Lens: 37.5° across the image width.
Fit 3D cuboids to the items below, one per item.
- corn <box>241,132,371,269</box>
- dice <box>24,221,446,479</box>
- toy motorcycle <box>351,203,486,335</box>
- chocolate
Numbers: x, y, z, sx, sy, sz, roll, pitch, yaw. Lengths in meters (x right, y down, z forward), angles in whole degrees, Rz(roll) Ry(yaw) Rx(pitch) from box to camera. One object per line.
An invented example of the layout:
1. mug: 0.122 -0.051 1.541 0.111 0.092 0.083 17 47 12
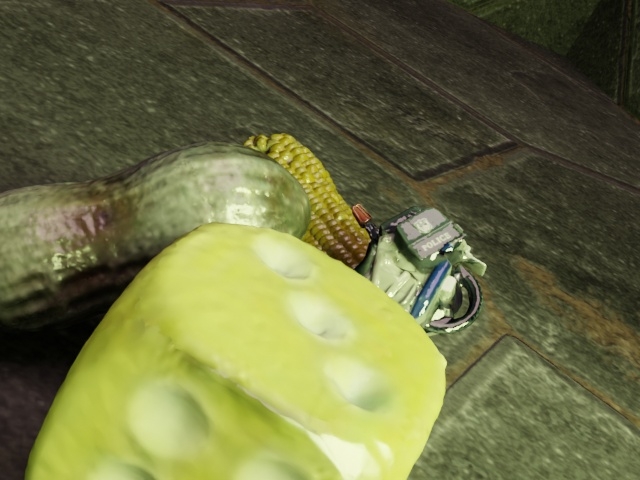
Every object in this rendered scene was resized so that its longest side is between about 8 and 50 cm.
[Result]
1. corn: 0.000 0.000 0.865 0.086 0.086 0.288 7 35 -39
2. dice: -0.043 0.103 0.513 0.166 0.169 0.169 31 25 5
3. toy motorcycle: 0.012 0.042 0.709 0.221 0.102 0.150 -28 62 -18
4. chocolate: -0.127 -0.002 0.619 0.248 0.110 0.110 -16 39 -11
